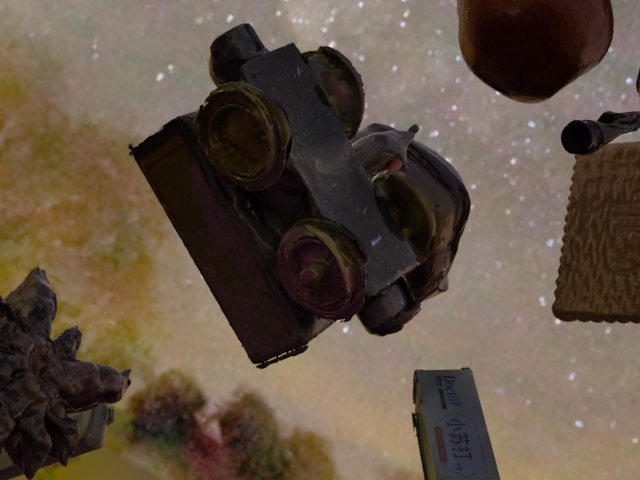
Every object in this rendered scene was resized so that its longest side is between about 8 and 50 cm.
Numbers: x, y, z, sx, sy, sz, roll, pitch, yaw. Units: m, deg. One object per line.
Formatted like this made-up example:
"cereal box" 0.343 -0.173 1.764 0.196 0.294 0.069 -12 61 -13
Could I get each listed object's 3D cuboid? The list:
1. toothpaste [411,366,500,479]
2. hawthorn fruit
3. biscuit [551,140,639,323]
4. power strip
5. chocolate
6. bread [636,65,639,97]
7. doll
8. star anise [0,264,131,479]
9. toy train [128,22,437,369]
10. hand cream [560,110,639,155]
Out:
"toothpaste" 0.171 0.277 1.250 0.089 0.313 0.071 -2 -61 0
"hawthorn fruit" 0.230 -0.249 1.100 0.189 0.189 0.189 28 -18 10
"biscuit" 0.378 -0.012 1.230 0.160 0.250 0.030 -2 -27 31
"power strip" -0.320 0.226 1.171 0.192 0.081 0.035 -23 -44 27
"chocolate" 0.109 -0.054 1.519 0.283 0.283 0.186 31 -53 0
"bread" 0.490 -0.248 1.240 0.136 0.107 0.241 -9 -40 -11
"doll" 0.056 -0.091 1.342 0.075 0.227 0.102 47 -21 4
"star anise" -0.275 0.121 0.912 0.093 0.229 0.236 -24 -35 29
"toy train" -0.029 -0.031 0.783 0.177 0.134 0.261 -26 -85 41
"hand cream" 0.301 -0.118 1.068 0.062 0.163 0.039 -14 -86 36
